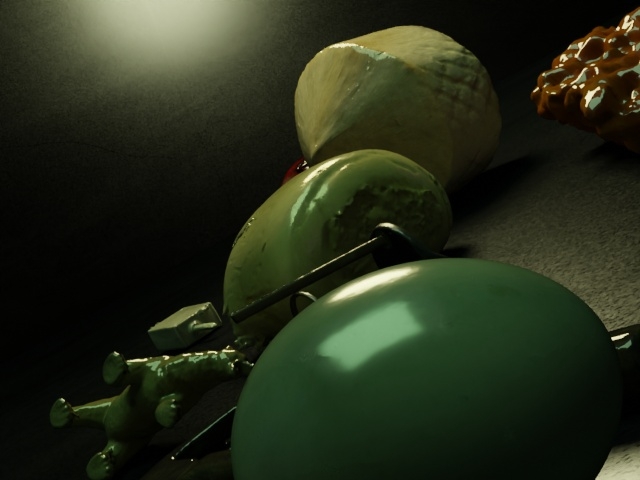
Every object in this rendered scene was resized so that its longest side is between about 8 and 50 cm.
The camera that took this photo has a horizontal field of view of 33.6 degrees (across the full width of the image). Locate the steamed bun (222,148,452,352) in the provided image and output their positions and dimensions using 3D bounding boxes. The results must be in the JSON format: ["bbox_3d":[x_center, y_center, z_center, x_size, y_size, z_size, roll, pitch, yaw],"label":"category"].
[{"bbox_3d":[0.000,0.000,1.236,0.273,0.166,0.232,-33,10,-30],"label":"steamed bun"}]

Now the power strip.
[{"bbox_3d":[-0.195,0.129,1.587,0.075,0.042,0.175,-33,10,-29],"label":"power strip"}]

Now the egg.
[{"bbox_3d":[0.050,0.085,0.509,0.192,0.149,0.149,-26,8,9],"label":"egg"}]

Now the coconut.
[{"bbox_3d":[0.097,-0.170,1.568,0.328,0.329,0.329,-29,7,4],"label":"coconut"}]

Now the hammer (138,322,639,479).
[{"bbox_3d":[0.022,0.135,0.712,0.440,0.044,0.168,-23,11,37],"label":"hammer"}]

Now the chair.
[{"bbox_3d":[0.027,0.057,1.020,0.221,0.095,0.104,-32,3,-25],"label":"chair"}]

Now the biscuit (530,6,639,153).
[{"bbox_3d":[0.418,-0.219,1.239,0.318,0.110,0.312,-33,15,1],"label":"biscuit"}]

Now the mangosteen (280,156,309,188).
[{"bbox_3d":[0.023,-0.073,1.751,0.180,0.166,0.166,-11,-1,-24],"label":"mangosteen"}]

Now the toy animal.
[{"bbox_3d":[-0.165,0.161,1.051,0.101,0.103,0.218,-1,-32,-49],"label":"toy animal"}]
